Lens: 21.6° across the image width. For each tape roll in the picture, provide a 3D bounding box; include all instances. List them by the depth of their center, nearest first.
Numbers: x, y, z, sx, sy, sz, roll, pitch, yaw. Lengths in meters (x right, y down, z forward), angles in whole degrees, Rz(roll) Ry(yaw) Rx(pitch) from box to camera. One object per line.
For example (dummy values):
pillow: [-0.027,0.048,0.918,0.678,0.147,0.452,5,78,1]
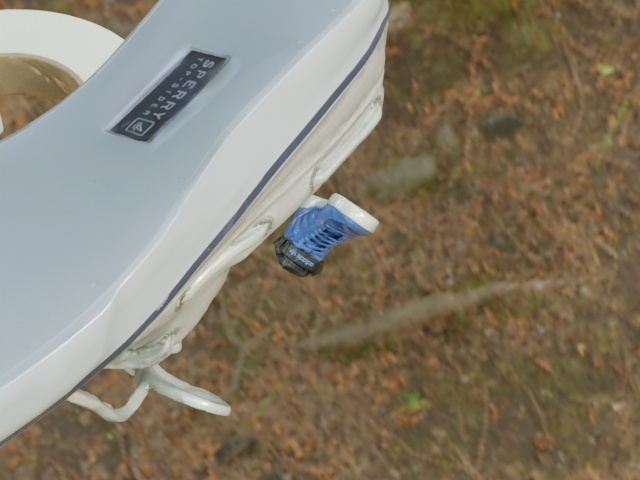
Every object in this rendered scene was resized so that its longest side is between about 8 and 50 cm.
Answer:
tape roll: [-0.388,-0.142,2.083,0.392,0.072,0.392,2,46,-2]

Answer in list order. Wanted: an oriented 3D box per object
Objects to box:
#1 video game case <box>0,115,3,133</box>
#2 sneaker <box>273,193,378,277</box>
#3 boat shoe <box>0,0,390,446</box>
video game case: [-0.538,-0.237,1.861,0.329,0.300,0.036,-13,-1,-33]
sneaker: [0.001,0.001,1.649,0.084,0.058,0.152,-57,21,-8]
boat shoe: [-0.087,0.010,0.780,0.136,0.156,0.367,19,52,29]
